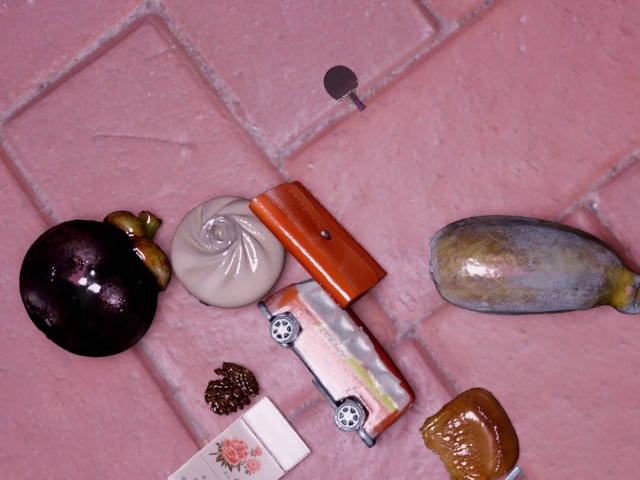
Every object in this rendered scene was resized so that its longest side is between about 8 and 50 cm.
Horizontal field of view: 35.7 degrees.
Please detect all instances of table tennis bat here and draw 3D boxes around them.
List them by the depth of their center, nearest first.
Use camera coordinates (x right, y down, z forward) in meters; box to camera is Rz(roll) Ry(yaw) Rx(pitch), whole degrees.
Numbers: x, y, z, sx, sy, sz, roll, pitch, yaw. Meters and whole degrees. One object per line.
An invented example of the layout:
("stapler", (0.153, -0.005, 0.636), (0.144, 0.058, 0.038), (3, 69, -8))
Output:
("table tennis bat", (0.040, -0.232, 1.524), (0.050, 0.007, 0.083), (-40, 80, 2))

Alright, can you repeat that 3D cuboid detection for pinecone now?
("pinecone", (-0.133, 0.223, 1.478), (0.077, 0.077, 0.083), (35, 101, 9))

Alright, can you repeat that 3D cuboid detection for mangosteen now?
("mangosteen", (-0.316, 0.049, 1.467), (0.211, 0.211, 0.250), (38, 60, 9))

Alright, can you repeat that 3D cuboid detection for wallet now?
("wallet", (0.000, 0.000, 1.448), (0.204, 0.142, 0.045), (47, 119, 8))

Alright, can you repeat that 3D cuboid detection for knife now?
("knife", (0.262, 0.367, 1.448), (0.014, 0.005, 0.091), (41, 92, 10))

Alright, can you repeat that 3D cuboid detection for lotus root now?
("lotus root", (0.312, 0.036, 1.395), (0.322, 0.158, 0.140), (3, 83, 2))

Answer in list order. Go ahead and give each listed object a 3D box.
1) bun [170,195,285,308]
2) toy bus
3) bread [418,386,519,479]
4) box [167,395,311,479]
("bun", (-0.137, 0.009, 1.452), (0.173, 0.120, 0.172), (-3, 64, 5))
("toy bus", (0.024, 0.168, 1.443), (0.120, 0.121, 0.265), (-39, 80, -1))
("bread", (0.220, 0.291, 1.442), (0.126, 0.044, 0.129), (-33, 85, 5))
("box", (-0.122, 0.336, 1.489), (0.198, 0.029, 0.109), (-40, 82, 3))
